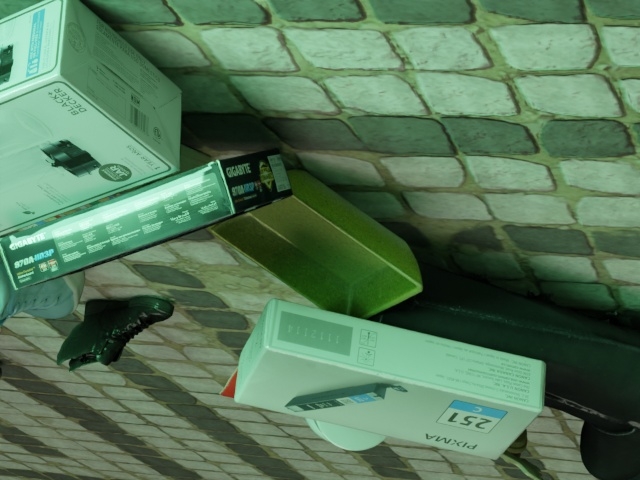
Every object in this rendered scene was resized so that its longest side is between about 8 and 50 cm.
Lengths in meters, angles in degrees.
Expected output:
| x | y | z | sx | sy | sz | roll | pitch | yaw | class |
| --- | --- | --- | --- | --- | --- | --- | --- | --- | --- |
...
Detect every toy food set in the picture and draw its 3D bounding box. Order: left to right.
| x | y | z | sx | sy | sz | roll | pitch | yaw | class |
| --- | --- | --- | --- | --- | --- | --- | --- | --- | --- |
| 0.205 | 0.221 | 2.021 | 0.132 | 0.192 | 0.038 | 32 | 115 | -21 | toy food set |

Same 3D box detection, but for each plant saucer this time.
| x | y | z | sx | sy | sz | roll | pitch | yaw | class |
| --- | --- | --- | --- | --- | --- | --- | --- | --- | --- |
| 0.000 | 0.000 | 1.645 | 0.188 | 0.045 | 0.188 | 35 | 156 | -11 | plant saucer |

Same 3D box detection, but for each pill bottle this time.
| x | y | z | sx | sy | sz | roll | pitch | yaw | class |
| --- | --- | --- | --- | --- | --- | --- | --- | --- | --- |
| 0.029 | 0.179 | 1.979 | 0.119 | 0.119 | 0.208 | 13 | -174 | -9 | pill bottle |

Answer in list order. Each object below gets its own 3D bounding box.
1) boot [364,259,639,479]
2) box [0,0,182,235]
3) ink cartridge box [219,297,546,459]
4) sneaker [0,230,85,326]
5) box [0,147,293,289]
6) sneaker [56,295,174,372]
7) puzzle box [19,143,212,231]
| x | y | z | sx | sy | sz | roll | pitch | yaw | class |
| --- | --- | --- | --- | --- | --- | --- | --- | --- | --- |
| 0.222 | 0.156 | 1.884 | 0.445 | 0.146 | 0.367 | 11 | 153 | -13 | boot |
| -0.282 | -0.089 | 1.404 | 0.290 | 0.087 | 0.169 | -19 | 145 | 26 | box |
| 0.055 | 0.173 | 1.750 | 0.296 | 0.066 | 0.261 | 14 | 149 | -10 | ink cartridge box |
| -0.385 | 0.047 | 1.868 | 0.135 | 0.150 | 0.366 | 3 | 160 | 20 | sneaker |
| -0.152 | -0.021 | 1.472 | 0.220 | 0.051 | 0.175 | -19 | -179 | 17 | box |
| -0.263 | 0.122 | 2.114 | 0.170 | 0.089 | 0.051 | -4 | 157 | 34 | sneaker |
| -0.343 | -0.100 | 1.580 | 0.409 | 0.052 | 0.272 | 23 | 156 | -33 | puzzle box |
